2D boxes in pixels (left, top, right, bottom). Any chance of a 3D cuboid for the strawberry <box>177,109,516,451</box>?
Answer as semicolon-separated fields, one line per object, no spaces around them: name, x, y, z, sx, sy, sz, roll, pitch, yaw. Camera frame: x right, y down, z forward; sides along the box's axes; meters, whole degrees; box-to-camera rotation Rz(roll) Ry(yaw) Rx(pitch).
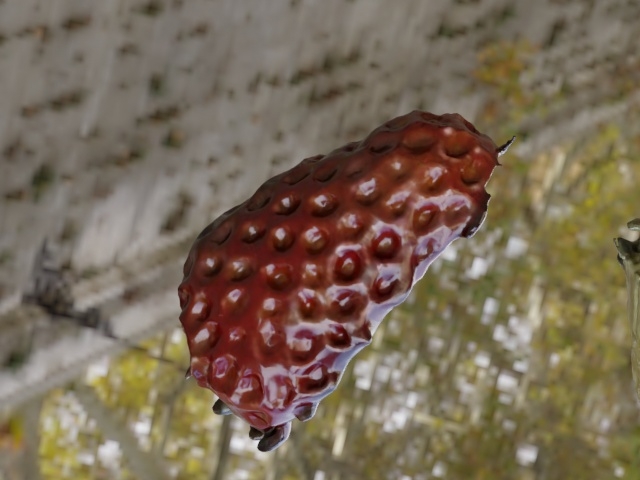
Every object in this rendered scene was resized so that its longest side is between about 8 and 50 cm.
strawberry;-0.011;0.015;1.432;0.150;0.280;0.253;38;-120;-5

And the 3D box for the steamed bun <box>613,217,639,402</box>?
steamed bun;0.352;0.063;1.358;0.273;0.232;0.166;-7;-133;-6
